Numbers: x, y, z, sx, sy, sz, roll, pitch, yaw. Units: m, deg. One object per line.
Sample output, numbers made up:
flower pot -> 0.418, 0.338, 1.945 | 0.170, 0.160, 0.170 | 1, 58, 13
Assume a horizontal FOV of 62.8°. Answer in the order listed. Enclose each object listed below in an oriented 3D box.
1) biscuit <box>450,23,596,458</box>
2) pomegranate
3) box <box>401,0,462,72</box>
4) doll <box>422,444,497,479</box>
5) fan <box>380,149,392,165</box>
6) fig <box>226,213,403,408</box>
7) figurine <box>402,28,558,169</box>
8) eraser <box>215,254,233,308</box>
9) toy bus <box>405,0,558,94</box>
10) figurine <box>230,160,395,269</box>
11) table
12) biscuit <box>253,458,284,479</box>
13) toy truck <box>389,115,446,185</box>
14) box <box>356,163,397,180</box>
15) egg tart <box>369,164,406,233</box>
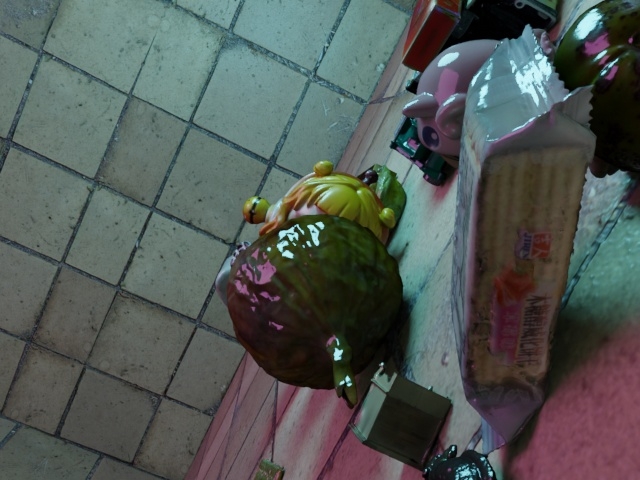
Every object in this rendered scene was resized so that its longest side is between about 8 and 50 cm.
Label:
biscuit -> 0.149, 0.003, 0.428 | 0.186, 0.079, 0.309 | -73, -21, -55
pomegranate -> 0.231, -0.103, 0.388 | 0.163, 0.126, 0.138 | 109, 145, -51
box -> 0.185, -0.370, 0.852 | 0.112, 0.048, 0.175 | 124, 167, -51
doll -> 0.104, 0.241, 0.414 | 0.165, 0.057, 0.139 | -90, 25, -74
fan -> 0.219, -0.289, 1.251 | 0.329, 0.009, 0.191 | -54, 4, -24
fig -> 0.009, 0.132, 0.767 | 0.286, 0.286, 0.368 | -62, 21, 18
figurine -> 0.230, -0.179, 0.694 | 0.287, 0.176, 0.186 | -49, -50, -53
eraser -> -0.056, 0.128, 1.304 | 0.331, 0.331, 0.150 | -64, 9, 9
toy bus -> 0.272, -0.357, 0.897 | 0.276, 0.134, 0.164 | 133, 159, -65
figurine -> 0.000, 0.000, 1.032 | 0.323, 0.320, 0.196 | -53, -4, 20
table -> 0.089, 0.194, 0.587 | 0.083, 0.079, 0.062 | -64, 9, -5
biscuit -> -0.131, 0.562, 1.167 | 0.231, 0.016, 0.139 | 132, 161, -67
toy truck -> 0.193, -0.195, 0.980 | 0.110, 0.116, 0.216 | -62, 8, 24
box -> 0.119, -0.110, 1.419 | 0.159, 0.071, 0.240 | -63, 6, -3
egg tart -> 0.129, -0.067, 1.173 | 0.197, 0.078, 0.197 | -156, 90, -85
